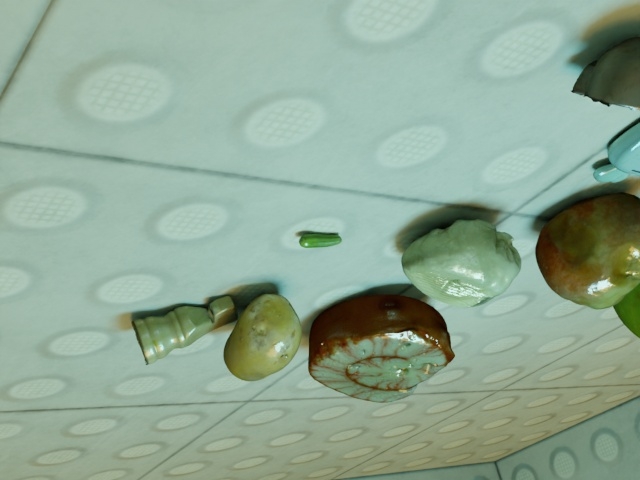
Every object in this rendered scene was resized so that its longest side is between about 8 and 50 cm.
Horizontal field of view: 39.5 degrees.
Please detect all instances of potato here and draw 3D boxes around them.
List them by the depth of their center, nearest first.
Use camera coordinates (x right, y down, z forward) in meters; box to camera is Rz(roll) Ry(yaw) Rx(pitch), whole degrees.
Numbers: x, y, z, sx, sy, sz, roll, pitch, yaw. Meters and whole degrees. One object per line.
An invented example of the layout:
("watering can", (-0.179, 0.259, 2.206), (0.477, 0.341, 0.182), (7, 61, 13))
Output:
("potato", (-0.116, 0.197, 1.755), (0.150, 0.146, 0.234), (-27, 165, -28))

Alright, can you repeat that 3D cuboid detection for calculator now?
("calculator", (0.603, -0.176, 1.534), (0.184, 0.042, 0.295), (7, 146, -40))

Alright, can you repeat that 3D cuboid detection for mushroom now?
("mushroom", (0.452, -0.228, 1.261), (0.188, 0.141, 0.117), (0, 121, -58))

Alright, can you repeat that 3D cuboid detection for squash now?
("squash", (-0.001, 0.001, 1.577), (0.089, 0.027, 0.027), (1, 151, -38))

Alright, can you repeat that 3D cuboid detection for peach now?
("peach", (0.545, 0.014, 1.733), (0.214, 0.214, 0.235), (14, 126, -47))

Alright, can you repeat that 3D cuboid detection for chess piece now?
("chess piece", (-0.255, 0.163, 1.720), (0.200, 0.090, 0.090), (-20, 157, -17))

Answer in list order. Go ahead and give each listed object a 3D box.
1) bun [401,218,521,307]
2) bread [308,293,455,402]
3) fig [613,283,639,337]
("bun", (0.270, 0.035, 1.680), (0.229, 0.145, 0.229), (18, 163, 6))
("bread", (0.124, 0.239, 1.961), (0.295, 0.114, 0.327), (18, 143, -22))
("fig", (0.738, 0.062, 1.858), (0.316, 0.316, 0.316), (-13, 155, -6))
